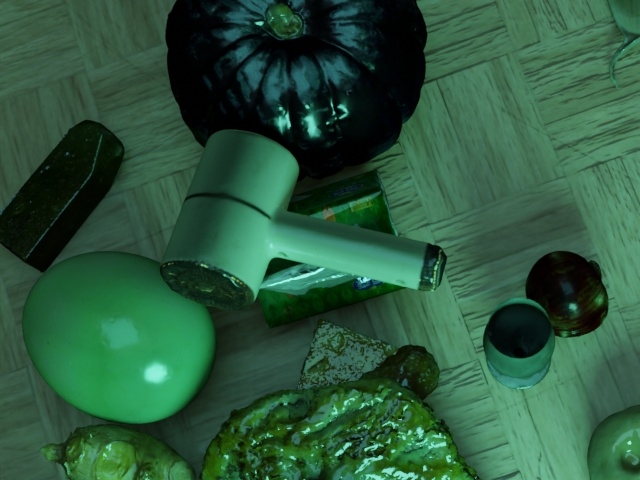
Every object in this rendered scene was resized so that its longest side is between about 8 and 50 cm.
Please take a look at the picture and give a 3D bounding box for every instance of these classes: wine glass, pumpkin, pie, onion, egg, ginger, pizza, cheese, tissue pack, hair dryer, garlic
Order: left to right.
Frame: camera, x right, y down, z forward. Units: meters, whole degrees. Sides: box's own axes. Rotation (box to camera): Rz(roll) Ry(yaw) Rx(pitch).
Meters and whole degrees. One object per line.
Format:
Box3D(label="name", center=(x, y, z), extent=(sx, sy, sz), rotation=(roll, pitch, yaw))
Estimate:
Box3D(label="egg", center=(-0.267, 0.125, 1.814), extent=(0.269, 0.220, 0.220), rotation=(25, 80, 14))
Box3D(label="ginger", center=(-0.260, 0.294, 1.787), extent=(0.216, 0.157, 0.102), rotation=(16, 78, 3))
Box3D(label="pumpkin", center=(-0.031, -0.255, 1.862), extent=(0.363, 0.266, 0.363), rotation=(-1, 75, 3))
Box3D(label="hair dryer", center=(0.000, 0.000, 1.698), extent=(0.362, 0.128, 0.203), rotation=(13, 64, 11))
Box3D(label="tissue pack", center=(0.004, 0.019, 1.820), extent=(0.209, 0.156, 0.148), rotation=(-17, 109, 3))
Box3D(label="pizza", center=(0.035, 0.168, 1.850), extent=(0.175, 0.046, 0.134), rotation=(-16, 76, 3))
Box3D(label="pie", center=(0.041, 0.377, 1.724), extent=(0.395, 0.180, 0.418), rotation=(-21, 84, 5))
Box3D(label="wine glass", center=(0.253, 0.131, 1.748), extent=(0.093, 0.202, 0.093), rotation=(-2, 76, 8))
Box3D(label="onion", center=(0.326, 0.068, 1.807), extent=(0.118, 0.118, 0.117), rotation=(-46, 70, -5))
Box3D(label="garlic", center=(0.465, -0.352, 1.910), extent=(0.128, 0.148, 0.267), rotation=(12, 69, -26))
Box3D(label="cheese", center=(0.452, 0.297, 1.720), extent=(0.235, 0.117, 0.218), rotation=(41, 83, 17))

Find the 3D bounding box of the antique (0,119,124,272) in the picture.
Box3D(label="antique", center=(-0.367, -0.068, 1.953), extent=(0.080, 0.081, 0.221), rotation=(37, 83, 15))
